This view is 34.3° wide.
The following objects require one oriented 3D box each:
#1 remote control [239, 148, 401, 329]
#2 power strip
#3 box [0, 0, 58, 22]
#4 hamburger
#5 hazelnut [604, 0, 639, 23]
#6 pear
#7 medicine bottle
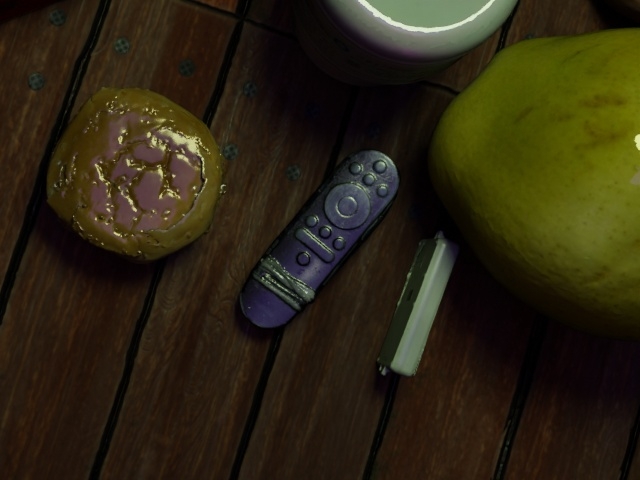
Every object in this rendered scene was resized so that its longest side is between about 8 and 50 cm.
[{"bbox_3d":[0.000,0.000,1.290,0.090,0.066,0.266,40,86,7],"label":"remote control"},{"bbox_3d":[0.120,0.081,1.292,0.035,0.081,0.192,22,84,-9],"label":"power strip"},{"bbox_3d":[-0.364,-0.304,1.185,0.239,0.153,0.074,-24,97,-10],"label":"box"},{"bbox_3d":[-0.214,-0.076,1.231,0.213,0.108,0.214,0,86,-5],"label":"hamburger"},{"bbox_3d":[0.448,-0.376,1.322,0.214,0.176,0.214,-5,68,14],"label":"hazelnut"},{"bbox_3d":[0.342,-0.069,1.204,0.418,0.362,0.362,30,83,20],"label":"pear"},{"bbox_3d":[0.082,-0.300,1.187,0.241,0.302,0.241,0,88,-9],"label":"medicine bottle"}]
